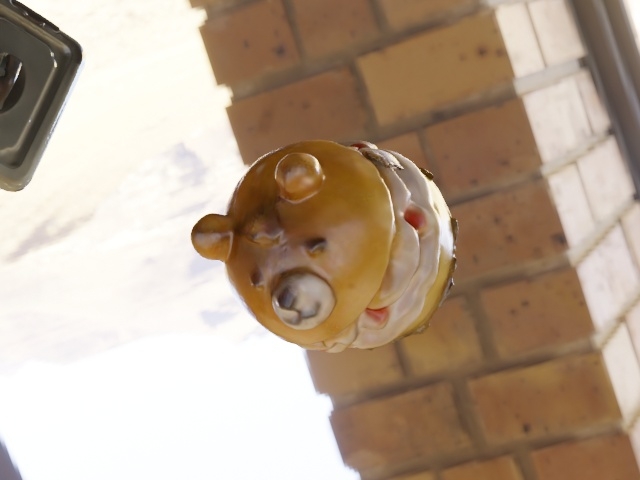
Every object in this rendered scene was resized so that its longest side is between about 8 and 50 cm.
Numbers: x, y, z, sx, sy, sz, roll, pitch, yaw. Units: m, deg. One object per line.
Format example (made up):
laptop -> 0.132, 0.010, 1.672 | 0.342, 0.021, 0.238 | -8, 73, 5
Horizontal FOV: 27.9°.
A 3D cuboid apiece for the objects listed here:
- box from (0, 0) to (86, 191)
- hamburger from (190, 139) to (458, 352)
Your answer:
box -> -0.388, -0.167, 1.497 | 0.130, 0.162, 0.227 | -25, -140, 51
hamburger -> 0.000, 0.000, 1.524 | 0.276, 0.276, 0.237 | -15, 162, 38
